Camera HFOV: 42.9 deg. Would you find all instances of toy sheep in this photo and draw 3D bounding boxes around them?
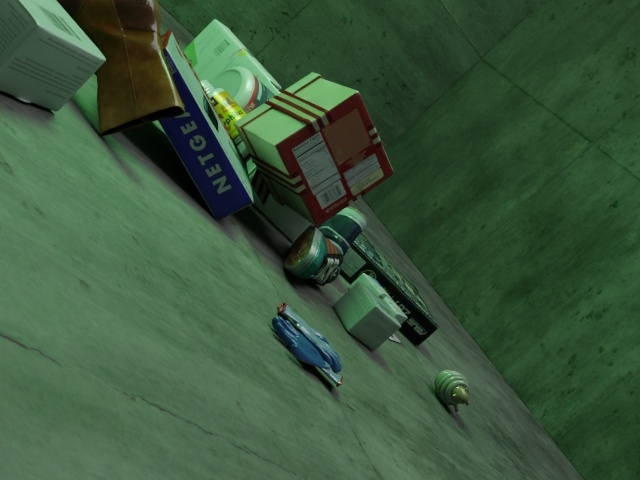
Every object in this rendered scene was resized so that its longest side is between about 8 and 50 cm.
[{"bbox_3d":[0.321,0.361,1.997,0.091,0.091,0.132,42,-4,-27],"label":"toy sheep"}]

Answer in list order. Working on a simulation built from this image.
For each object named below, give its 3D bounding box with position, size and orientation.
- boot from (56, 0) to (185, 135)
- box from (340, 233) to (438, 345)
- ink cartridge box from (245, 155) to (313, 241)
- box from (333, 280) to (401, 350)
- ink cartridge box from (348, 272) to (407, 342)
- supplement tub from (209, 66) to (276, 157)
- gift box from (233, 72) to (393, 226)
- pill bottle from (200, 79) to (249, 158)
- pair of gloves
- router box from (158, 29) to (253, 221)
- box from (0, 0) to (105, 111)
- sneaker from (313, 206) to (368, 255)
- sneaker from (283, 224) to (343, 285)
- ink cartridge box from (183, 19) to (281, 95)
[{"bbox_3d":[-0.389,-0.307,1.411,0.096,0.264,0.280,109,-31,-75],"label":"boot"},{"bbox_3d":[0.154,0.091,2.364,0.395,0.097,0.318,44,11,-19],"label":"box"},{"bbox_3d":[-0.100,-0.134,2.077,0.201,0.117,0.278,44,9,-14],"label":"ink cartridge box"},{"bbox_3d":[0.102,0.166,1.793,0.101,0.087,0.102,41,10,-36],"label":"box"},{"bbox_3d":[0.161,0.176,2.121,0.180,0.060,0.104,50,9,23],"label":"ink cartridge box"},{"bbox_3d":[-0.198,-0.352,2.347,0.272,0.191,0.191,38,12,-43],"label":"supplement tub"},{"bbox_3d":[-0.023,-0.188,1.815,0.258,0.255,0.276,37,-27,55],"label":"gift box"},{"bbox_3d":[-0.258,-0.317,2.143,0.215,0.117,0.117,47,9,4],"label":"pill bottle"},{"bbox_3d":[-0.021,0.177,1.378,0.159,0.023,0.198,44,8,-4],"label":"pair of gloves"},{"bbox_3d":[-0.254,-0.238,1.635,0.335,0.082,0.301,62,2,-22],"label":"router box"},{"bbox_3d":[-0.444,-0.303,1.182,0.182,0.119,0.181,48,9,13],"label":"box"},{"bbox_3d":[0.000,0.000,2.095,0.099,0.153,0.282,42,-20,-17],"label":"sneaker"},{"bbox_3d":[-0.002,0.042,1.790,0.121,0.108,0.302,42,8,-6],"label":"sneaker"},{"bbox_3d":[-0.273,-0.492,2.566,0.353,0.207,0.119,50,10,12],"label":"ink cartridge box"}]
